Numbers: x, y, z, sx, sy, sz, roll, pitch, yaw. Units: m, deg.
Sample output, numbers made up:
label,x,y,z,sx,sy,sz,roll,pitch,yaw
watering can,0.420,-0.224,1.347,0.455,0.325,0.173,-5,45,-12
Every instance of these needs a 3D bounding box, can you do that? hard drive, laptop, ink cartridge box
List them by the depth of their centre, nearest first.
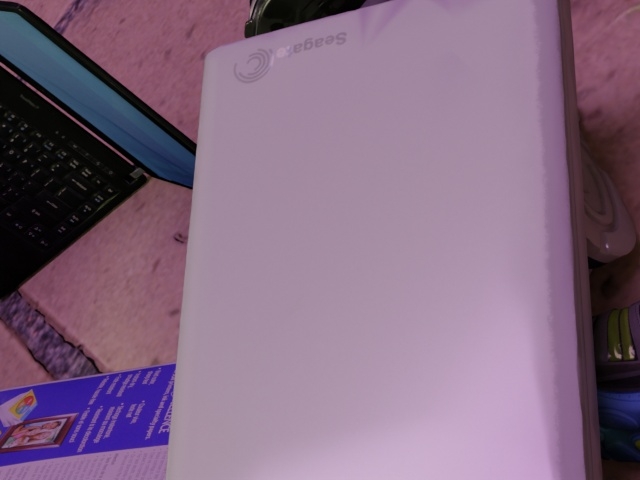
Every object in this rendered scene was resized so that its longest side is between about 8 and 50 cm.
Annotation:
label,x,y,z,sx,sy,sz,roll,pitch,yaw
hard drive,0.027,0.019,0.670,0.203,0.040,0.308,-11,58,22
ink cartridge box,-0.124,0.137,0.781,0.208,0.045,0.206,-12,23,13
laptop,-0.214,-0.045,0.948,0.264,0.234,0.137,-37,40,17

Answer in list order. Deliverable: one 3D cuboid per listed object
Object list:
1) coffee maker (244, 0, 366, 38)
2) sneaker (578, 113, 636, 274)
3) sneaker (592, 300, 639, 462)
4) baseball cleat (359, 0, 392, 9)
label,x,y,z,sx,sy,sz,roll,pitch,yaw
coffee maker,0.021,-0.204,0.914,0.171,0.120,0.178,-22,53,7
sneaker,0.091,-0.054,0.778,0.095,0.090,0.235,-46,34,29
sneaker,0.153,0.058,0.648,0.188,0.067,0.078,3,48,44
baseball cleat,-0.004,-0.067,0.799,0.109,0.072,0.206,1,53,22
